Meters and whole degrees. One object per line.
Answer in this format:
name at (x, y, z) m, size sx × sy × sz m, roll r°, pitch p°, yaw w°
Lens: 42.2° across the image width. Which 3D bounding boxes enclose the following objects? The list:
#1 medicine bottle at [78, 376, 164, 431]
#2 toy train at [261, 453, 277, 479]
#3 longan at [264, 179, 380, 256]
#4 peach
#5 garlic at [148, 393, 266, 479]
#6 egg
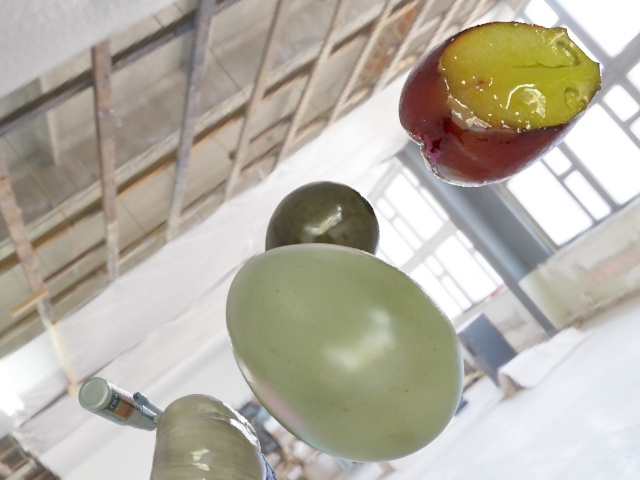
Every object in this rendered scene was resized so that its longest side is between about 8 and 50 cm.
medicine bottle at (-0.346, 0.306, 1.515) m, size 0.092 × 0.061 × 0.220 m, roll -6°, pitch -27°, yaw 15°
toy train at (-0.081, 0.416, 1.228) m, size 0.083 × 0.131 × 0.204 m, roll -22°, pitch -41°, yaw -1°
longan at (0.000, 0.000, 1.202) m, size 0.167 × 0.167 × 0.187 m, roll -28°, pitch -34°, yaw -60°
peach at (0.308, -0.241, 1.405) m, size 0.338 × 0.281 × 0.281 m, roll -28°, pitch -4°, yaw 13°
garlic at (-0.148, 0.312, 1.068) m, size 0.152 × 0.227 × 0.228 m, roll 5°, pitch -13°, yaw -4°
egg at (0.017, 0.101, 0.798) m, size 0.188 × 0.254 × 0.188 m, roll -48°, pitch -22°, yaw -27°
